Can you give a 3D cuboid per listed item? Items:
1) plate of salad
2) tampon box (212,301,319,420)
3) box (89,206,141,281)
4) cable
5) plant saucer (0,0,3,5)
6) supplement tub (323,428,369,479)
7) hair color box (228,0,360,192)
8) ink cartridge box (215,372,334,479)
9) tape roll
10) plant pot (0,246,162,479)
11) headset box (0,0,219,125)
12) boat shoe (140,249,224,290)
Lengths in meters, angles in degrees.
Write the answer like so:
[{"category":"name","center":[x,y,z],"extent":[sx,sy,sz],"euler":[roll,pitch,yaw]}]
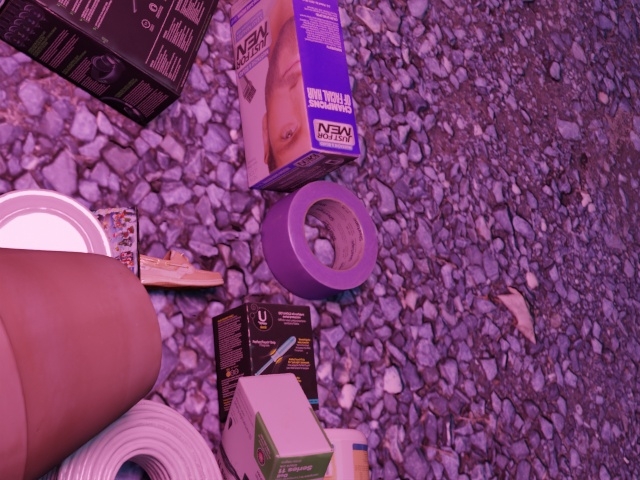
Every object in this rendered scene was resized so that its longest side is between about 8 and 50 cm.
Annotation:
[{"category":"plate of salad","center":[-0.378,0.029,1.181],"extent":[0.199,0.048,0.200],"euler":[7,73,-25]},{"category":"tampon box","center":[-0.083,0.183,1.333],"extent":[0.120,0.101,0.161],"euler":[8,69,-37]},{"category":"box","center":[-0.300,0.023,1.235],"extent":[0.093,0.027,0.137],"euler":[-5,74,-2]},{"category":"cable","center":[-0.243,0.335,1.138],"extent":[0.257,0.089,0.257],"euler":[-23,89,-50]},{"category":"plant saucer","center":[-0.494,-0.341,1.221],"extent":[0.119,0.021,0.119],"euler":[3,69,-7]},{"category":"supplement tub","center":[0.003,0.384,1.301],"extent":[0.144,0.144,0.200],"euler":[11,67,-36]},{"category":"hair color box","center":[-0.049,-0.269,1.472],"extent":[0.110,0.185,0.339],"euler":[2,72,-38]},{"category":"ink cartridge box","center":[-0.073,0.308,1.196],"extent":[0.086,0.208,0.153],"euler":[0,33,-28]},{"category":"tape roll","center":[0.000,0.000,1.483],"extent":[0.189,0.080,0.189],"euler":[15,65,-35]},{"category":"plant pot","center":[-0.346,0.132,1.005],"extent":[0.280,0.323,0.323],"euler":[-16,85,-46]},{"category":"headset box","center":[-0.317,-0.358,1.323],"extent":[0.283,0.131,0.246],"euler":[31,57,-27]},{"category":"boat shoe","center":[-0.219,0.042,1.302],"extent":[0.170,0.063,0.059],"euler":[5,77,-37]}]
